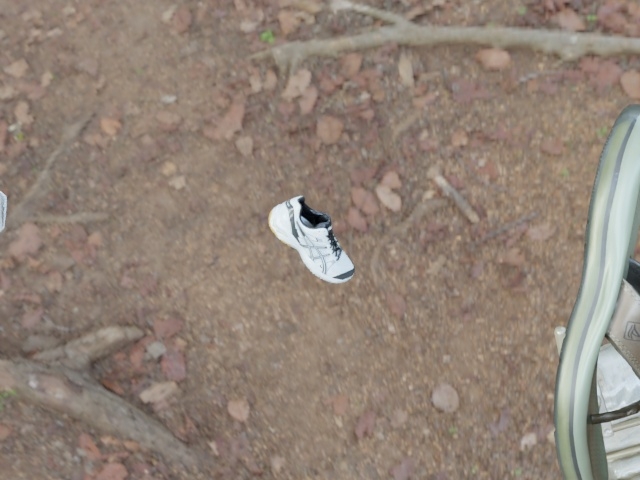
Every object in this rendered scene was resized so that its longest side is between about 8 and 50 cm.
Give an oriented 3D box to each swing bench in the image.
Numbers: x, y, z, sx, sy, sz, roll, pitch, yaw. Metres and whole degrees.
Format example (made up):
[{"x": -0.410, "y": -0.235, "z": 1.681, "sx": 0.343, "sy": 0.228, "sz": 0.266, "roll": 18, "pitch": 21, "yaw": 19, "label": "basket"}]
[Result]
[{"x": 0.507, "y": 0.234, "z": 1.575, "sx": 0.253, "sy": 0.255, "sz": 0.165, "roll": -16, "pitch": 41, "yaw": 1, "label": "swing bench"}]

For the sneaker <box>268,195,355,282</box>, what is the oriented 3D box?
[{"x": 0.000, "y": 0.000, "z": 0.790, "sx": 0.037, "sy": 0.083, "sz": 0.032, "roll": -34, "pitch": 27, "yaw": 35, "label": "sneaker"}]

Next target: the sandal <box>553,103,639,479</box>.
[{"x": 0.223, "y": 0.057, "z": 0.747, "sx": 0.086, "sy": 0.303, "sz": 0.120, "roll": 12, "pitch": 20, "yaw": 16, "label": "sandal"}]

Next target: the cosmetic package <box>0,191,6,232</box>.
[{"x": -0.556, "y": 0.025, "z": 1.332, "sx": 0.296, "sy": 0.153, "sz": 0.129, "roll": -47, "pitch": 27, "yaw": 6, "label": "cosmetic package"}]
